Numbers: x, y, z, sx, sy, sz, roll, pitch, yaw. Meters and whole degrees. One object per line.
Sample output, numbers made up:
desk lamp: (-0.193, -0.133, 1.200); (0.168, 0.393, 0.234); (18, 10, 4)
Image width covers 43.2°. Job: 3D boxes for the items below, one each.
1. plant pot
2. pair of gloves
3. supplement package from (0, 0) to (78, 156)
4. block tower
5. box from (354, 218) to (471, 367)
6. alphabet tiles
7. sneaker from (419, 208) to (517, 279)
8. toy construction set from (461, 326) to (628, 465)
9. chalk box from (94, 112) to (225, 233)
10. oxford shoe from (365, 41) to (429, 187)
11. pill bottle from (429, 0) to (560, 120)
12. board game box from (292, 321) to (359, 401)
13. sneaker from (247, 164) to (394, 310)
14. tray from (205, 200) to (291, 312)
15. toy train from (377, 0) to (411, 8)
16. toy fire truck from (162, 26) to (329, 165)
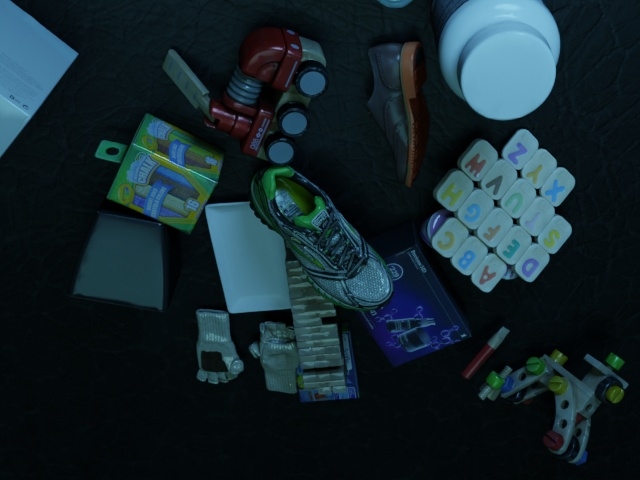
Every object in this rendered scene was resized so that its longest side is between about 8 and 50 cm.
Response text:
plant pot: (-0.361, 0.010, 1.553); (0.188, 0.187, 0.167); (11, 112, -5)
pair of gloves: (-0.158, 0.249, 1.760); (0.240, 0.042, 0.204); (10, 127, 5)
supplement package: (-0.564, -0.254, 1.322); (0.199, 0.263, 0.198); (38, 118, -21)
block tower: (-0.007, 0.153, 1.653); (0.091, 0.097, 0.336); (-6, 114, 5)
box: (0.168, 0.112, 1.647); (0.184, 0.103, 0.261); (-26, 119, 15)
alphabet tiles: (0.344, -0.053, 1.506); (0.284, 0.021, 0.278); (40, 90, -22)
sneaker: (0.292, 0.004, 1.577); (0.236, 0.104, 0.095); (22, 82, -20)
toy construction set: (0.492, 0.287, 1.712); (0.309, 0.257, 0.237); (35, 102, -8)
chalk box: (-0.301, -0.133, 1.475); (0.213, 0.132, 0.132); (25, 121, -16)
oxford shoe: (0.136, -0.223, 1.441); (0.098, 0.097, 0.271); (7, 122, 21)
pill bottle: (0.262, -0.309, 1.229); (0.176, 0.318, 0.176); (1, 124, 2)
board game box: (0.010, 0.273, 1.796); (0.136, 0.035, 0.201); (-5, 124, 5)
sneaker: (0.000, 0.000, 1.476); (0.343, 0.146, 0.134); (43, 80, -3)
tray: (-0.139, 0.031, 1.642); (0.145, 0.030, 0.270); (-4, 124, 6)
toy train: (0.041, -0.481, 1.237); (0.333, 0.142, 0.190); (13, 114, -7)
toy fire truck: (-0.137, -0.274, 1.385); (0.246, 0.158, 0.217); (15, 124, -20)
